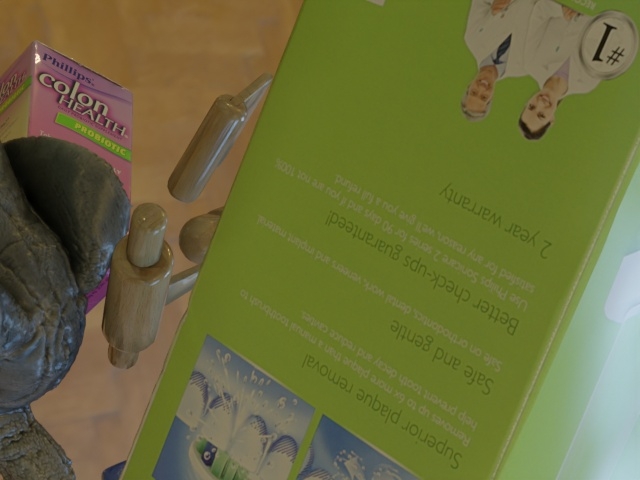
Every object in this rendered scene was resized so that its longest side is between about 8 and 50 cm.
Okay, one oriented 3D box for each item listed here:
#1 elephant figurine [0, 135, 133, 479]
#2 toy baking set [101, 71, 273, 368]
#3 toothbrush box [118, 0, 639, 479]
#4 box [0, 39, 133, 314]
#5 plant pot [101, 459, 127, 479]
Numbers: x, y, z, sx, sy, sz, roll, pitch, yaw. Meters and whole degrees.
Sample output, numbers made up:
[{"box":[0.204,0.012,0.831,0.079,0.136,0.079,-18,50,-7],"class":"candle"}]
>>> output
[{"box":[-0.180,0.010,0.977,0.239,0.186,0.169,39,81,1],"class":"elephant figurine"},{"box":[-0.042,-0.013,0.983,0.030,0.256,0.197,41,59,12],"class":"toy baking set"},{"box":[0.061,0.057,0.565,0.206,0.122,0.283,6,108,-50],"class":"toothbrush box"},{"box":[-0.282,-0.020,1.754,0.117,0.213,0.243,27,38,-30],"class":"box"},{"box":[-0.018,0.275,1.469,0.236,0.236,0.212,-16,112,-14],"class":"plant pot"}]
